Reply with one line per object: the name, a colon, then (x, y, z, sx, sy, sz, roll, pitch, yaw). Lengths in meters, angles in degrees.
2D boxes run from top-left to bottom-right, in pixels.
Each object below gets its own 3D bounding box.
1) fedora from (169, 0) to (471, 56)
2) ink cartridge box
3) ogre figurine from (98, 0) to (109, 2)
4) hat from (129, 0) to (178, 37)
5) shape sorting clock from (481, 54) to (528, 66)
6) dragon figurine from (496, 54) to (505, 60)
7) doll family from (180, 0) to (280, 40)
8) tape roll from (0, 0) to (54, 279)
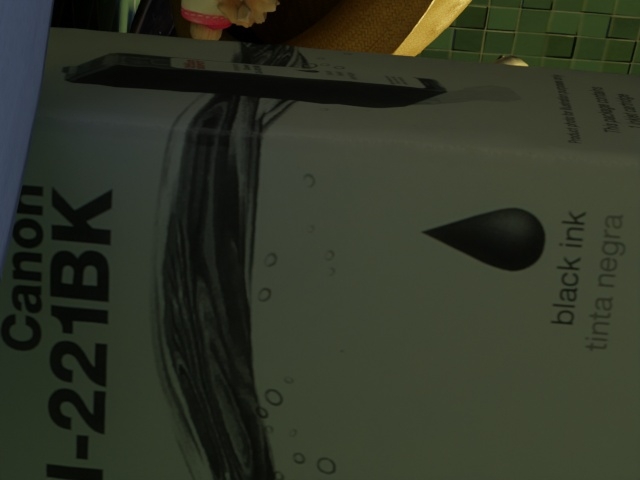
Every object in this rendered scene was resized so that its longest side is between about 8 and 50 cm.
fedora: (0.020, -0.132, 0.654, 0.194, 0.079, 0.194, -20, -119, 40)
ink cartridge box: (-0.006, 0.051, 0.455, 0.114, 0.272, 0.197, -73, 168, -73)
ogre figurine: (-0.077, -0.225, 0.761, 0.118, 0.097, 0.197, -53, 136, -56)
hat: (-0.033, -0.054, 0.854, 0.331, 0.134, 0.331, 20, 90, -90)
shape sorting clock: (0.037, -0.012, 0.821, 0.206, 0.040, 0.206, -48, 171, -10)
dragon figurine: (0.000, 0.000, 0.980, 0.085, 0.289, 0.144, 52, 25, -40)
doll family: (-0.040, -0.191, 0.534, 0.118, 0.163, 0.263, -86, 180, -76)
tape roll: (-0.093, -0.123, 0.204, 0.392, 0.072, 0.392, 5, 90, -90)
